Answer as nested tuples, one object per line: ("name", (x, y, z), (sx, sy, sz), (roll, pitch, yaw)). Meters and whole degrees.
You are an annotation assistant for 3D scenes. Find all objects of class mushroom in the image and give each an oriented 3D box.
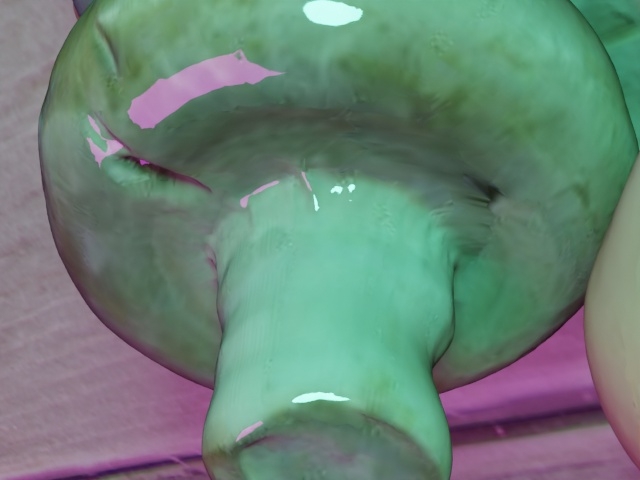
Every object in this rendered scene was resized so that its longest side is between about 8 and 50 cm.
("mushroom", (0.000, 0.000, 0.684), (0.243, 0.243, 0.243), (27, 139, 26))

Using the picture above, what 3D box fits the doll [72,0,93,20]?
("doll", (-0.085, -0.156, 0.778), (0.142, 0.076, 0.245), (-8, 114, 50))

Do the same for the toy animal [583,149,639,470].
("toy animal", (0.234, 0.066, 0.554), (0.326, 0.237, 0.269), (12, 122, 45))
